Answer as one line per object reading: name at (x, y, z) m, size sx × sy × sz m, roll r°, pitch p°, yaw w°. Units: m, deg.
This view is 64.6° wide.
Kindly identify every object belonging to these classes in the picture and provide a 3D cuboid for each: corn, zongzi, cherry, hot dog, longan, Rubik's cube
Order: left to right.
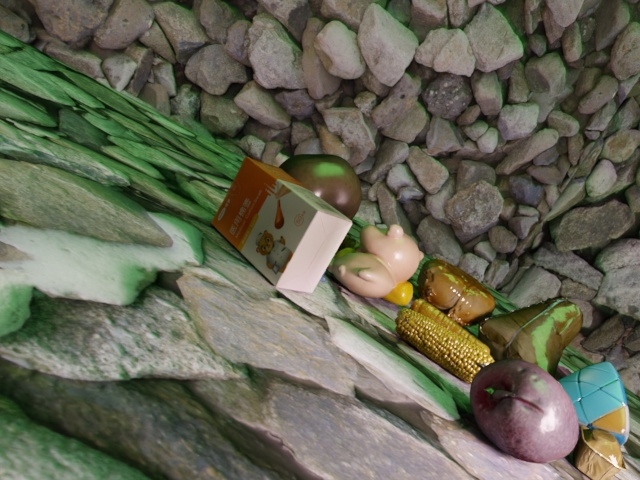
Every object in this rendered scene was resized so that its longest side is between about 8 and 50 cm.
longan at (-0.014, -0.187, 2.003) m, size 0.361 × 0.361 × 0.361 m, roll 29°, pitch 10°, yaw -6°
corn at (0.324, 0.282, 1.345) m, size 0.293 × 0.106 × 0.106 m, roll 29°, pitch 9°, yaw 18°
hot dog at (0.398, 0.286, 1.598) m, size 0.289 × 0.083 × 0.068 m, roll 36°, pitch 31°, yaw 32°
cherry at (0.415, 0.347, 1.042) m, size 0.266 × 0.183 × 0.213 m, roll 43°, pitch 14°, yaw -22°
zongzi at (0.767, 0.357, 1.670) m, size 0.393 × 0.356 × 0.174 m, roll -122°, pitch -166°, yaw -61°
Rubik's cube at (0.711, 0.457, 1.360) m, size 0.254 × 0.254 × 0.254 m, roll 29°, pitch 10°, yaw -6°

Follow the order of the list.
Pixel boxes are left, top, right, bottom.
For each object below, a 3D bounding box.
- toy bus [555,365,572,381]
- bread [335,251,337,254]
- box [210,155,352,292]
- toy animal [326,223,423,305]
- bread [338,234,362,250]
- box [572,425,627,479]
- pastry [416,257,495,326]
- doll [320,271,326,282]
toy bus at (0.799, 0.499, 1.614) m, size 0.090 × 0.112 × 0.274 m, roll 22°, pitch 11°, yaw -8°
bread at (0.000, 0.000, 1.880) m, size 0.117 × 0.064 × 0.156 m, roll 18°, pitch 16°, yaw -34°
box at (-0.114, -0.049, 1.329) m, size 0.143 × 0.225 × 0.341 m, roll 17°, pitch 17°, yaw -49°
toy animal at (0.177, 0.046, 1.637) m, size 0.345 × 0.246 × 0.277 m, roll 19°, pitch 14°, yaw -49°
bread at (0.136, 0.044, 2.007) m, size 0.134 × 0.081 × 0.225 m, roll 30°, pitch 7°, yaw -35°
box at (0.662, 0.503, 1.205) m, size 0.111 × 0.111 × 0.177 m, roll 35°, pitch 11°, yaw 23°
pastry at (0.503, 0.213, 1.931) m, size 0.316 × 0.184 × 0.284 m, roll 31°, pitch 16°, yaw -3°
doll at (-0.034, 0.054, 1.534) m, size 0.110 × 0.067 × 0.206 m, roll 40°, pitch 12°, yaw -43°
